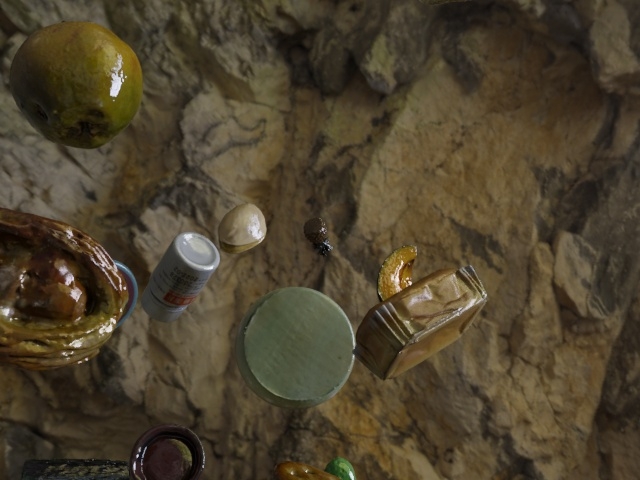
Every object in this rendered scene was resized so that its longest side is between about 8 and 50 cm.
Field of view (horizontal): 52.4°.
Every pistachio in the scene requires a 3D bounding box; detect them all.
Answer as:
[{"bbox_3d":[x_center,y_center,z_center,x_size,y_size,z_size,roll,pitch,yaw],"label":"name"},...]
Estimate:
[{"bbox_3d":[-0.248,-0.040,2.075,0.145,0.117,0.200,18,-144,10],"label":"pistachio"}]

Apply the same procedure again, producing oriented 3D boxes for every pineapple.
[{"bbox_3d":[0.000,0.000,1.507,0.058,0.124,0.058,-10,-126,14],"label":"pineapple"}]

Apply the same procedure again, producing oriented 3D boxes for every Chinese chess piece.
[{"bbox_3d":[-0.073,0.308,1.876,0.349,0.349,0.146,-59,-178,-25],"label":"Chinese chess piece"}]

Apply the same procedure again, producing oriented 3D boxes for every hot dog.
[{"bbox_3d":[-0.350,0.053,0.710,0.258,0.114,0.175,5,-113,1],"label":"hot dog"}]

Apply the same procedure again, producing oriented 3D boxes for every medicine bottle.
[{"bbox_3d":[-0.392,0.104,1.792,0.252,0.144,0.145,-47,-154,32],"label":"medicine bottle"}]

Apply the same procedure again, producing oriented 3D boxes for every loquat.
[{"bbox_3d":[-0.412,-0.280,1.109,0.213,0.213,0.246,-28,-119,20],"label":"loquat"}]

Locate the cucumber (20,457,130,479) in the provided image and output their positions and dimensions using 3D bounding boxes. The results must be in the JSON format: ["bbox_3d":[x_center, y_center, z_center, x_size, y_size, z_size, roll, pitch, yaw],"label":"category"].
[{"bbox_3d":[-0.501,0.487,1.344,0.062,0.211,0.078,117,-28,-52],"label":"cucumber"}]

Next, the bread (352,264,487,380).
[{"bbox_3d":[0.171,0.135,1.122,0.241,0.136,0.107,-23,-120,-34],"label":"bread"}]

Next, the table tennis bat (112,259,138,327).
[{"bbox_3d":[-0.430,0.108,1.109,0.244,0.153,0.040,-10,-150,-36],"label":"table tennis bat"}]

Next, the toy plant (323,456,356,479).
[{"bbox_3d":[0.067,0.746,1.534,0.210,0.317,0.356,-10,-150,-24],"label":"toy plant"}]

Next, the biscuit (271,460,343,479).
[{"bbox_3d":[-0.003,0.527,1.330,0.220,0.220,0.066,20,-93,54],"label":"biscuit"}]

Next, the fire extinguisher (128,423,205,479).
[{"bbox_3d":[-0.244,0.390,1.001,0.344,0.102,0.138,114,-15,-57],"label":"fire extinguisher"}]

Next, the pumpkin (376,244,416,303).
[{"bbox_3d":[0.188,0.150,1.695,0.130,0.149,0.254,147,-62,-63],"label":"pumpkin"}]

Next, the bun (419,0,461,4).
[{"bbox_3d":[0.241,-0.469,1.113,0.183,0.102,0.183,-10,-154,5],"label":"bun"}]
